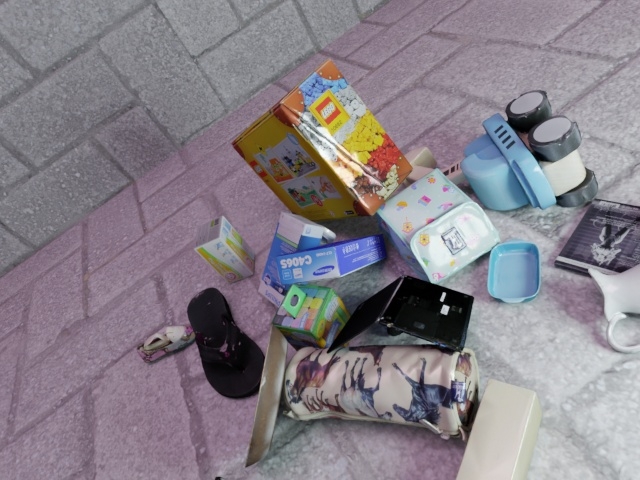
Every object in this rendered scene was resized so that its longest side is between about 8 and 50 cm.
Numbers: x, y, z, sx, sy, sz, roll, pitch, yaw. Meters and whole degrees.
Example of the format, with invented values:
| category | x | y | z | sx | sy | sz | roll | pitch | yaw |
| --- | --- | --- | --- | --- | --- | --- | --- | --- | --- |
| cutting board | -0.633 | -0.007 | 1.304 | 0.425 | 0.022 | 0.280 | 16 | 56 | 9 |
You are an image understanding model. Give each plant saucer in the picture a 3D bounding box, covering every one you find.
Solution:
| category | x | y | z | sx | sy | sz | roll | pitch | yaw |
| --- | --- | --- | --- | --- | --- | --- | --- | --- | --- |
| plant saucer | -0.119 | 0.350 | 1.018 | 0.050 | 0.310 | 0.310 | 11 | 46 | -5 |

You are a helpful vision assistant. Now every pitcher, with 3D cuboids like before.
| category | x | y | z | sx | sy | sz | roll | pitch | yaw |
| --- | --- | --- | --- | --- | --- | --- | --- | --- | --- |
| pitcher | 0.641 | 0.116 | 0.839 | 0.207 | 0.125 | 0.178 | -15 | 66 | 33 |

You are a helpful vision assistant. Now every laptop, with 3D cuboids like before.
| category | x | y | z | sx | sy | sz | roll | pitch | yaw |
| --- | --- | --- | --- | --- | --- | --- | --- | --- | --- |
| laptop | 0.183 | 0.187 | 0.996 | 0.264 | 0.136 | 0.234 | 17 | 26 | 17 |

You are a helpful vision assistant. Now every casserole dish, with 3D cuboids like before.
| category | x | y | z | sx | sy | sz | roll | pitch | yaw |
| --- | --- | --- | --- | --- | --- | --- | --- | --- | --- |
| casserole dish | 0.460 | 0.078 | 1.056 | 0.114 | 0.037 | 0.188 | -5 | 46 | 31 |

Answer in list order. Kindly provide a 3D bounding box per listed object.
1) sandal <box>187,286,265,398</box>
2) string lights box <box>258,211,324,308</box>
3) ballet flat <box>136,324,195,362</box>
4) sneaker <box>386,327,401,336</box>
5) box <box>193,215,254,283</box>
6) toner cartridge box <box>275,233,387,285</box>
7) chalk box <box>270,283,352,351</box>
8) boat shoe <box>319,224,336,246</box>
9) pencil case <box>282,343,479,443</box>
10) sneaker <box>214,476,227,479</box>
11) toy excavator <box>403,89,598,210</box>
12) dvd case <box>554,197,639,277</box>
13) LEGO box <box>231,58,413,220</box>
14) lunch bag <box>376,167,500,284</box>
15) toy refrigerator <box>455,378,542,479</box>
| category | x | y | z | sx | sy | sz | roll | pitch | yaw |
| --- | --- | --- | --- | --- | --- | --- | --- | --- | --- |
| sandal | -0.307 | 0.283 | 1.306 | 0.167 | 0.107 | 0.446 | -40 | 44 | -9 |
| string lights box | -0.091 | 0.060 | 1.319 | 0.133 | 0.077 | 0.260 | 29 | 105 | 48 |
| ballet flat | -0.493 | 0.320 | 1.433 | 0.221 | 0.079 | 0.077 | -28 | 36 | 7 |
| sneaker | 0.248 | 0.189 | 1.075 | 0.170 | 0.051 | 0.089 | -36 | 34 | -8 |
| box | -0.319 | 0.036 | 1.509 | 0.103 | 0.203 | 0.114 | -22 | 42 | 15 |
| toner cartridge box | 0.043 | 0.044 | 1.181 | 0.165 | 0.075 | 0.348 | -12 | 0 | 27 |
| chalk box | -0.022 | 0.197 | 1.125 | 0.132 | 0.213 | 0.132 | 3 | 52 | 35 |
| boat shoe | 0.000 | 0.000 | 1.374 | 0.063 | 0.066 | 0.184 | -58 | 4 | -11 |
| pencil case | 0.118 | 0.314 | 0.948 | 0.410 | 0.160 | 0.183 | -8 | 39 | 28 |
| sneaker | -0.290 | 0.642 | 0.940 | 0.302 | 0.108 | 0.121 | -39 | 37 | -20 |
| toy excavator | 0.445 | -0.208 | 1.252 | 0.445 | 0.222 | 0.433 | -29 | 37 | 19 |
| dvd case | 0.663 | 0.000 | 1.011 | 0.164 | 0.018 | 0.221 | 22 | 63 | 45 |
| LEGO box | -0.024 | -0.256 | 1.349 | 0.193 | 0.372 | 0.500 | -47 | 18 | -17 |
| lunch bag | 0.306 | -0.028 | 1.183 | 0.223 | 0.160 | 0.262 | -32 | 56 | -5 |
| toy refrigerator | 0.303 | 0.394 | 0.782 | 0.094 | 0.102 | 0.269 | 6 | 54 | 39 |
